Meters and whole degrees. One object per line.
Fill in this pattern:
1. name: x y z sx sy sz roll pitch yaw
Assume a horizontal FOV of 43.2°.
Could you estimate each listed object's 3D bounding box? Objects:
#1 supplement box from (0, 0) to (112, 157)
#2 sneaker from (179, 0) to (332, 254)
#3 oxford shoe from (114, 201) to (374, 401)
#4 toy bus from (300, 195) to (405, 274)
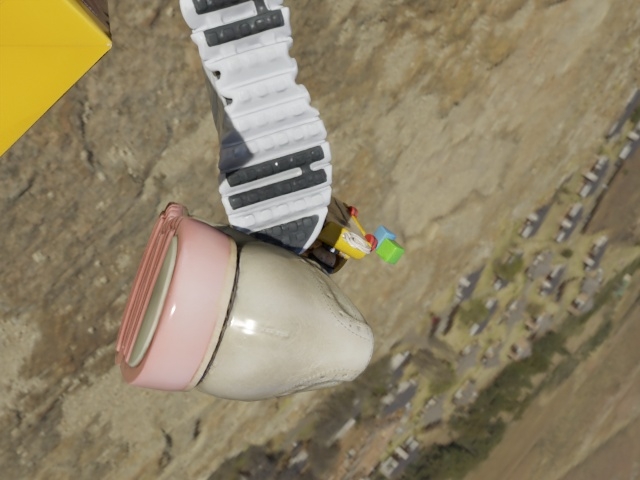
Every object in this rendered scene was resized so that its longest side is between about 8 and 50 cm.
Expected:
1. supplement box: -0.221 -0.108 0.415 0.191 0.194 0.129 -42 122 9
2. sneaker: -0.060 -0.124 0.772 0.110 0.118 0.291 -12 104 -9
3. oxford shoe: -0.075 0.057 0.639 0.397 0.147 0.140 -157 -95 -76
4. toy bus: 0.002 -0.003 1.154 0.104 0.191 0.202 -56 159 15
